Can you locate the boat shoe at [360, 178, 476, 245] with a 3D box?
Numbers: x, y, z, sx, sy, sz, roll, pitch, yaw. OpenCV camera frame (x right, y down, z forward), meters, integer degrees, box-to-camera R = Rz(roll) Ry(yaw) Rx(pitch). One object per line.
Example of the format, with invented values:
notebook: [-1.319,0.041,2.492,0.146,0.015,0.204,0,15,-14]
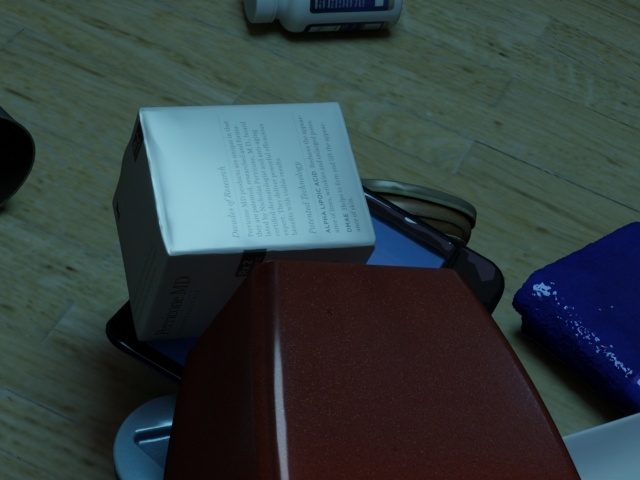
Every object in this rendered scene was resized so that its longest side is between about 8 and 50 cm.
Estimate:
boat shoe: [0.000,0.000,1.808,0.307,0.111,0.104,4,67,0]

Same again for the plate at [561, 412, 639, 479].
plate: [0.276,0.274,1.518,0.278,0.045,0.277,-14,50,-22]

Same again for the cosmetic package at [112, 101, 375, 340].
cosmetic package: [-0.071,-0.017,1.575,0.184,0.151,0.151,-4,59,-19]

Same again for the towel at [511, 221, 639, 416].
towel: [0.358,0.120,1.791,0.228,0.076,0.308,-23,55,-37]

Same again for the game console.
game console: [-0.005,0.059,1.656,0.293,0.173,0.250,31,85,3]

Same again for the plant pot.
plant pot: [0.017,0.160,1.425,0.267,0.267,0.236,3,60,-25]

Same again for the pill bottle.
pill bottle: [0.001,-0.285,2.067,0.169,0.094,0.094,-4,49,-16]

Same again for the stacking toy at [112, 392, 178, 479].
stacking toy: [-0.106,0.273,1.504,0.279,0.130,0.309,30,49,16]

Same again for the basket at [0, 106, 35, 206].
basket: [-0.425,-0.128,1.800,0.204,0.154,0.227,-19,50,-29]
